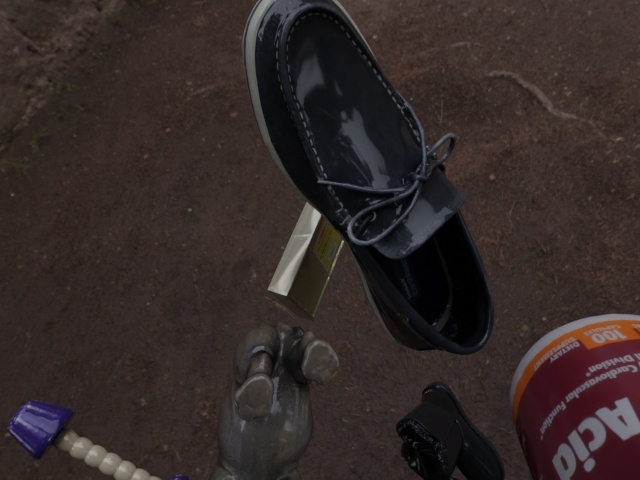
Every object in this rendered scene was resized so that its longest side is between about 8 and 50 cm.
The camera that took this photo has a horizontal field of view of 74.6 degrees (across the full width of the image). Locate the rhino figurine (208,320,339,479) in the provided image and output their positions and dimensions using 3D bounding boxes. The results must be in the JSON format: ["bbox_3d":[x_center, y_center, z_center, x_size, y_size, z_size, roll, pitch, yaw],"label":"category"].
[{"bbox_3d":[-0.047,0.176,0.313,0.073,0.106,0.244,12,91,-14],"label":"rhino figurine"}]

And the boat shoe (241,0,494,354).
[{"bbox_3d":[0.084,-0.054,0.505,0.186,0.500,0.156,-37,25,-19],"label":"boat shoe"}]

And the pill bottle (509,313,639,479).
[{"bbox_3d":[0.295,0.229,0.306,0.223,0.392,0.224,3,104,11],"label":"pill bottle"}]

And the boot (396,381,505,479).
[{"bbox_3d":[0.255,0.423,0.826,0.094,0.207,0.247,-38,78,29],"label":"boot"}]

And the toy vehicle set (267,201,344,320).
[{"bbox_3d":[0.000,0.000,0.768,0.035,0.166,0.267,15,70,21],"label":"toy vehicle set"}]

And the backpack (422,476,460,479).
[{"bbox_3d":[0.264,0.553,0.906,0.104,0.114,0.084,10,49,27],"label":"backpack"}]

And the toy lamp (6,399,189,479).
[{"bbox_3d":[-0.339,0.334,0.649,0.274,0.080,0.080,34,75,-11],"label":"toy lamp"}]
